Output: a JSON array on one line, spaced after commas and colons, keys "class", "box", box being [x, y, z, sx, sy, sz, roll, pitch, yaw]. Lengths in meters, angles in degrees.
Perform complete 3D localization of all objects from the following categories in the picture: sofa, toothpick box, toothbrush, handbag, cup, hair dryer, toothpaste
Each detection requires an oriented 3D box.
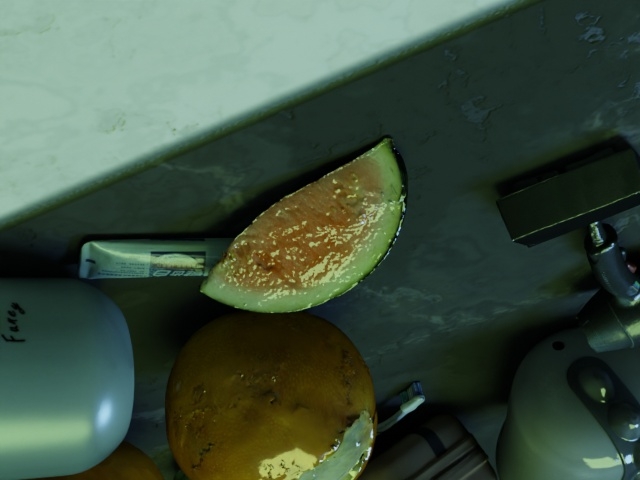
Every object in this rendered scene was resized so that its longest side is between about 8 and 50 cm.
[{"class": "sofa", "box": [0.259, -0.047, 1.319, 0.147, 0.060, 0.085, -23, 167, 19]}, {"class": "toothpick box", "box": [0.351, 0.249, 1.697, 0.229, 0.229, 0.316, -10, 151, -3]}, {"class": "toothbrush", "box": [0.067, 0.277, 1.843, 0.030, 0.030, 0.304, 4, 147, -28]}, {"class": "handbag", "box": [0.125, 0.368, 1.877, 0.283, 0.149, 0.302, -24, 164, -42]}, {"class": "cup", "box": [-0.348, 0.132, 1.242, 0.312, 0.205, 0.205, -1, 149, -24]}, {"class": "hair dryer", "box": [0.366, 0.018, 1.451, 0.235, 0.091, 0.271, -32, 143, 16]}, {"class": "toothpaste", "box": [-0.125, 0.017, 1.295, 0.233, 0.038, 0.060, -1, 146, -14]}]

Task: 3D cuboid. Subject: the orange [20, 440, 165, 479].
[{"class": "orange", "box": [-0.325, 0.372, 1.586, 0.312, 0.312, 0.312, -9, 151, -5]}]

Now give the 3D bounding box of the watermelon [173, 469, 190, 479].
[{"class": "watermelon", "box": [-0.095, 0.353, 1.816, 0.204, 0.127, 0.232, 4, 144, -30]}]

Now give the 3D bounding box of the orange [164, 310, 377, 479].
[{"class": "orange", "box": [-0.056, 0.186, 1.430, 0.240, 0.240, 0.240, -9, 151, -5]}]

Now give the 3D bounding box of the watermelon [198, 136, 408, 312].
[{"class": "watermelon", "box": [-0.001, -0.004, 1.256, 0.245, 0.063, 0.119, -37, 119, 20]}]
